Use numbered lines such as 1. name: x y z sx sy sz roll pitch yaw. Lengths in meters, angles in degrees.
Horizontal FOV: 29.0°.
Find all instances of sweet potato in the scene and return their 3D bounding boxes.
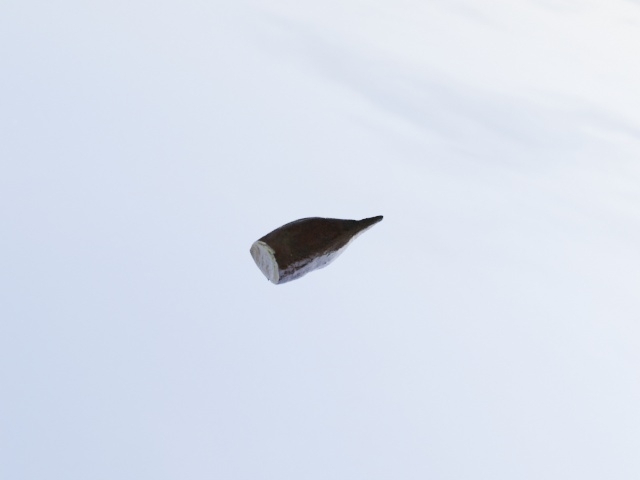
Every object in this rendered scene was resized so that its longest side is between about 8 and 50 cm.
1. sweet potato: 0.000 0.000 1.047 0.117 0.049 0.049 -21 -147 -10
